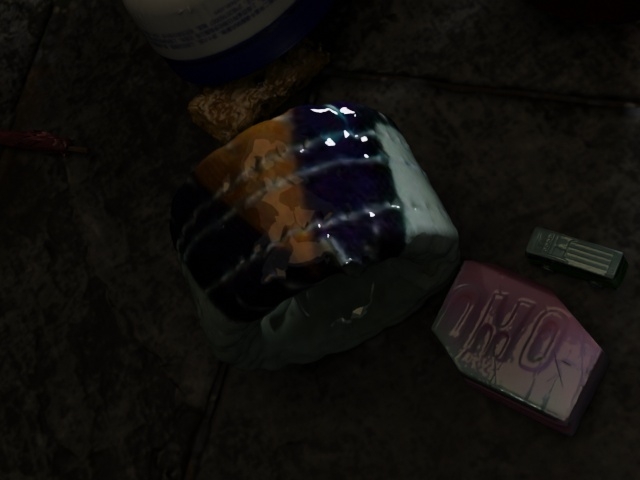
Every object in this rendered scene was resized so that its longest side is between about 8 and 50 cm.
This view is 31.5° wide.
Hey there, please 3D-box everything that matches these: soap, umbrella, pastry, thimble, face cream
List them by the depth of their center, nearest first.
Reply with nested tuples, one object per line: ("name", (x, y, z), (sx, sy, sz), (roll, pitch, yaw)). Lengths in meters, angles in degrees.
("soap", (0.159, 0.082, 0.933), (0.149, 0.056, 0.100), (25, 79, 28))
("thimble", (0.000, 0.000, 0.944), (0.237, 0.237, 0.150), (-28, 67, 11))
("face cream", (-0.089, -0.259, 1.098), (0.205, 0.111, 0.206), (-21, 44, 21))
("pastry", (-0.062, -0.154, 1.114), (0.080, 0.056, 0.140), (42, 87, 18))
("umbrella", (-0.315, -0.108, 1.218), (0.165, 0.027, 0.025), (9, 100, 23))

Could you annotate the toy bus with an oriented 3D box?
("toy bus", (0.212, 0.014, 0.946), (0.083, 0.037, 0.031), (19, 78, 28))

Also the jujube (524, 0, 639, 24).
("jujube", (0.237, -0.314, 0.965), (0.212, 0.213, 0.232), (18, 84, 27))
